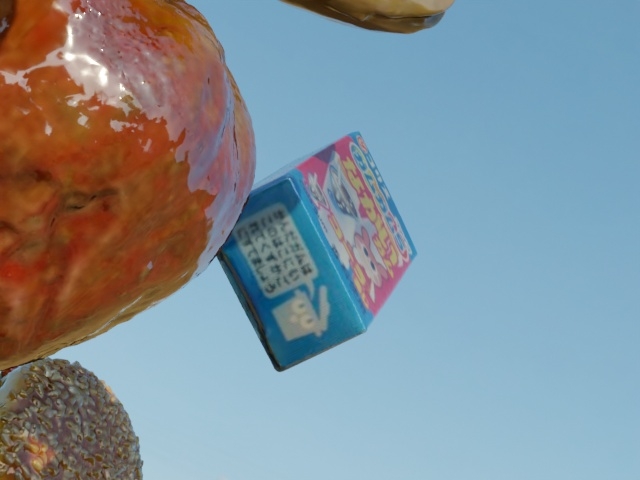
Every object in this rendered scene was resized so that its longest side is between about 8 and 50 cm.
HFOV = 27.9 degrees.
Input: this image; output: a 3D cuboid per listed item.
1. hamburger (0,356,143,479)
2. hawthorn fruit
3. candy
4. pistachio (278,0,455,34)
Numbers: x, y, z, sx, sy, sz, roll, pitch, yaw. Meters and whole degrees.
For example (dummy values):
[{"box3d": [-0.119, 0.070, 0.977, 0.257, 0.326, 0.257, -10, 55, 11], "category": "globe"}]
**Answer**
[{"box3d": [-0.402, 0.322, 1.751, 0.250, 0.330, 0.330, -11, -39, 35], "category": "hamburger"}, {"box3d": [-0.168, -0.054, 0.675, 0.258, 0.262, 0.258, 25, -45, 27], "category": "hawthorn fruit"}, {"box3d": [0.001, -0.001, 1.240, 0.100, 0.306, 0.157, -26, -85, 16], "category": "candy"}, {"box3d": [0.000, -0.275, 1.076, 0.260, 0.212, 0.163, 26, -33, -16], "category": "pistachio"}]
